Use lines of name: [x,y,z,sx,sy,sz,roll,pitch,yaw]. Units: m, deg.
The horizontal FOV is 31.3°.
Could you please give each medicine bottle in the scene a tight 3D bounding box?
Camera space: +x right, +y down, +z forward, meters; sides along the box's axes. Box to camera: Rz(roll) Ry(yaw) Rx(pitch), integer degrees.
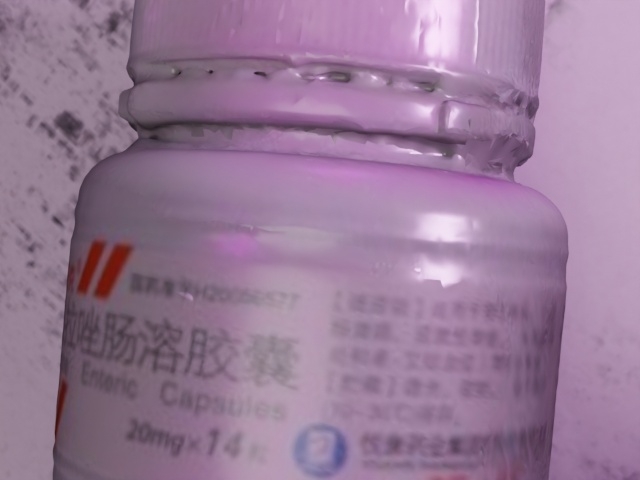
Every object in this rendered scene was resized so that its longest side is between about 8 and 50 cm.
medicine bottle: [0.000,0.000,0.592,0.256,0.256,0.325,6,91,14]
